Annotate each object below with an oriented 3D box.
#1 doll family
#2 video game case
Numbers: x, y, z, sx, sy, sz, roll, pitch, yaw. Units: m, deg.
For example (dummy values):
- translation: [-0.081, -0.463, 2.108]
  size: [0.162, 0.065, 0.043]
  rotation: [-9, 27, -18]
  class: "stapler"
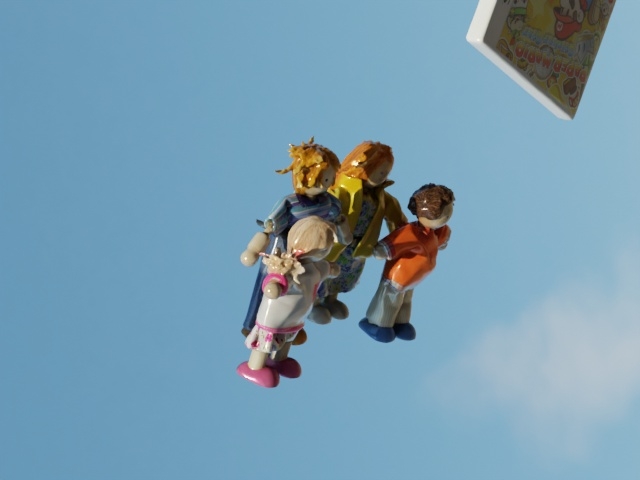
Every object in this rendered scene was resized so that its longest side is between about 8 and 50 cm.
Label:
- translation: [0.000, 0.000, 1.443]
  size: [0.263, 0.118, 0.163]
  rotation: [-16, -51, -54]
  class: "doll family"
- translation: [0.260, -0.271, 2.066]
  size: [0.227, 0.026, 0.206]
  rotation: [31, -103, -51]
  class: "video game case"
